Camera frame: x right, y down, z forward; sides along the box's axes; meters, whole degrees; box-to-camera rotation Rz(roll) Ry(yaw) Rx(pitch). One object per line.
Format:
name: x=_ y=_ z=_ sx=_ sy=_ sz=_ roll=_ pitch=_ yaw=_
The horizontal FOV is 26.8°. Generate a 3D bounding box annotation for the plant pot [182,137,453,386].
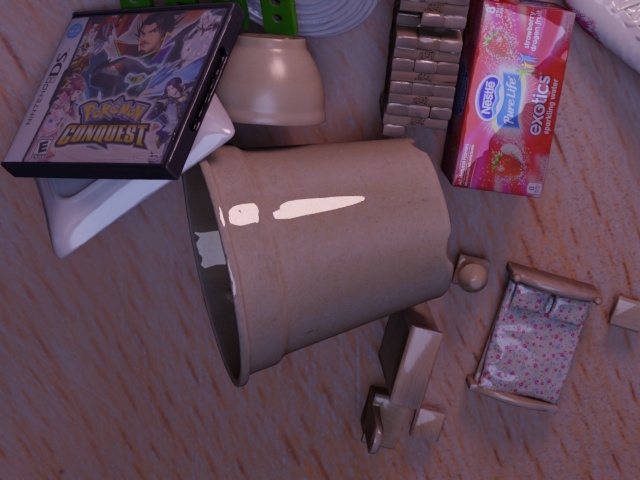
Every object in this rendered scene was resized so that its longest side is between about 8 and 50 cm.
plant pot: x=0.000 y=0.000 z=1.785 sx=0.305 sy=0.334 sz=0.334 roll=-12 pitch=106 yaw=-12

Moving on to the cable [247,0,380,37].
cable: x=-0.029 y=-0.375 z=1.712 sx=0.257 sy=0.089 sz=0.257 roll=34 pitch=141 yaw=-15

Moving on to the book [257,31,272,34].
book: x=-0.113 y=-0.227 z=1.839 sx=0.144 sy=0.035 sz=0.096 roll=-13 pitch=105 yaw=-1

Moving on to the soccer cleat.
soccer cleat: x=0.466 y=-0.263 z=1.803 sx=0.331 sy=0.143 sz=0.116 roll=40 pitch=100 yaw=-12

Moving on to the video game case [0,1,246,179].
video game case: x=-0.250 y=-0.189 z=1.692 sx=0.275 sy=0.248 sz=0.035 roll=3 pitch=150 yaw=33

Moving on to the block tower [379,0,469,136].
block tower: x=0.143 y=-0.298 z=1.746 sx=0.097 sy=0.091 sz=0.335 roll=6 pitch=126 yaw=-3

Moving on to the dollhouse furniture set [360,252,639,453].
dollhouse furniture set: x=0.267 y=0.202 z=1.909 sx=0.355 sy=0.174 sz=0.303 roll=14 pitch=105 yaw=-7

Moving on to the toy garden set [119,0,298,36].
toy garden set: x=-0.148 y=-0.363 z=1.678 sx=0.244 sy=0.049 sz=0.204 roll=11 pitch=141 yaw=16

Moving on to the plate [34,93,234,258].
plate: x=-0.267 y=-0.145 z=1.735 sx=0.277 sy=0.278 sz=0.045 roll=-35 pitch=134 yaw=7

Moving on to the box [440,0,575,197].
box: x=0.251 y=-0.198 z=1.820 sx=0.128 sy=0.122 sz=0.257 roll=8 pitch=105 yaw=-4

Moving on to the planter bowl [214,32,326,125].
planter bowl: x=-0.069 y=-0.214 z=1.749 sx=0.162 sy=0.162 sz=0.109 roll=4 pitch=103 yaw=-4
